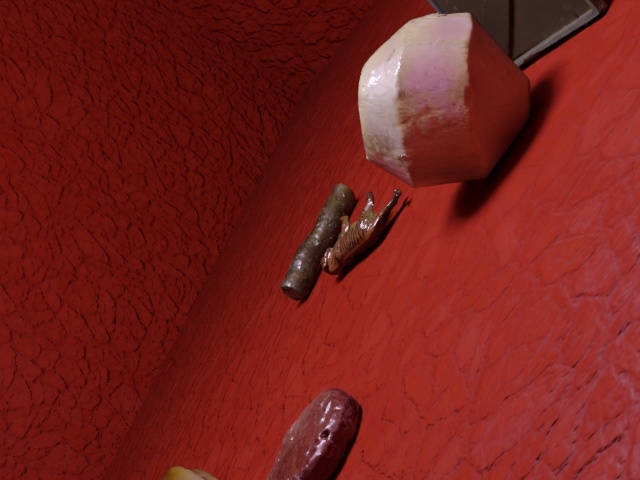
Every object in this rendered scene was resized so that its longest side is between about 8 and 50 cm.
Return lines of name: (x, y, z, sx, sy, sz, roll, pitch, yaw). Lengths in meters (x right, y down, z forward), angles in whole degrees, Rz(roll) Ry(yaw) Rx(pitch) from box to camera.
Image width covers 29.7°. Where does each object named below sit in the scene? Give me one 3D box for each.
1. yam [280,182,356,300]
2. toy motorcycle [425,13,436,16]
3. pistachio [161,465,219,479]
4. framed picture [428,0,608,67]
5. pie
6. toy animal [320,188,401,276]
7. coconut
yam: (0.000, 0.000, 2.291, 0.253, 0.061, 0.061, -61, 10, -26)
toy motorcycle: (0.256, -0.361, 1.943, 0.401, 0.134, 0.207, -52, 17, 37)
pistachio: (-0.170, 0.412, 1.567, 0.260, 0.163, 0.213, 2, 80, 64)
framed picture: (0.246, -0.354, 1.684, 0.024, 0.232, 0.315, -41, 5, -21)
pie: (-0.014, 0.267, 1.534, 0.182, 0.049, 0.182, -53, 12, 16)
toy animal: (0.071, -0.014, 2.008, 0.241, 0.057, 0.099, -40, 26, 55)
coconut: (0.165, -0.183, 1.594, 0.237, 0.237, 0.197, -54, 7, 22)
